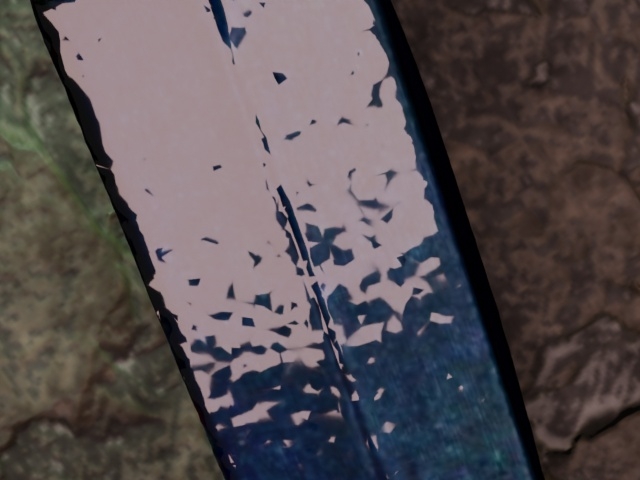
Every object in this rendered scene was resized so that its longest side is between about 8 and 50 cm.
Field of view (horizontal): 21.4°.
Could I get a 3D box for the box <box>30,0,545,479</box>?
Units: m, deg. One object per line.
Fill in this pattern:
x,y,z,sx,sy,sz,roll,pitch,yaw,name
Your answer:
0.000,0.000,0.673,0.116,0.261,0.279,-18,106,1,box
